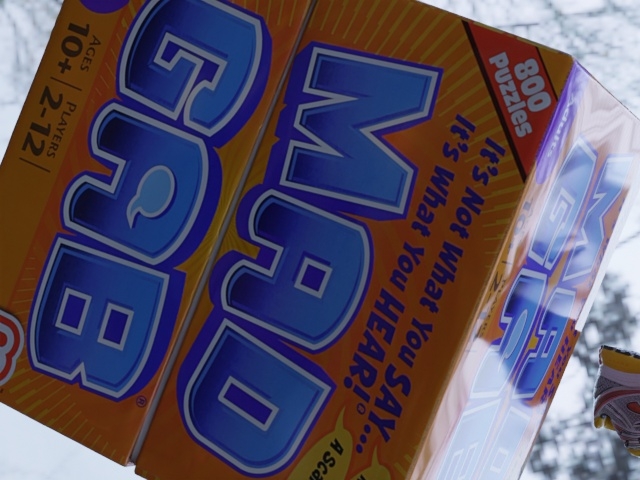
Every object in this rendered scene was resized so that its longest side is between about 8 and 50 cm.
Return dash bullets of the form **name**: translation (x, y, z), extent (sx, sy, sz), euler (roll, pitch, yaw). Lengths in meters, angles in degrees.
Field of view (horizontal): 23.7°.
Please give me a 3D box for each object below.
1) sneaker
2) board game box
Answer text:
- **sneaker**: translation (0.327, 0.161, 1.396), extent (0.225, 0.088, 0.092), euler (-163, -95, -69)
- **board game box**: translation (0.000, 0.000, 1.152), extent (0.356, 0.356, 0.356), euler (23, -86, 21)
